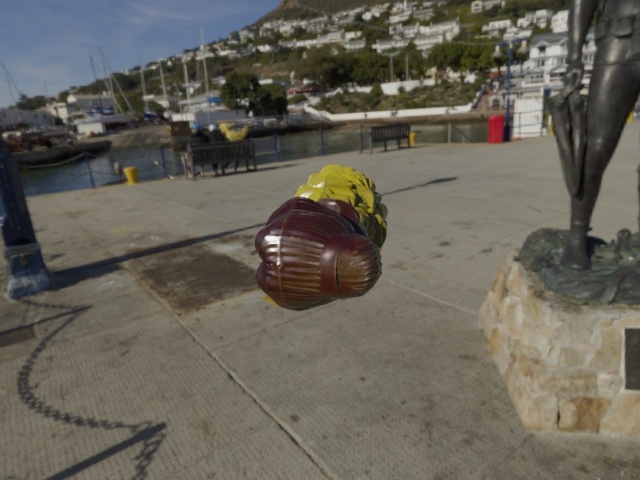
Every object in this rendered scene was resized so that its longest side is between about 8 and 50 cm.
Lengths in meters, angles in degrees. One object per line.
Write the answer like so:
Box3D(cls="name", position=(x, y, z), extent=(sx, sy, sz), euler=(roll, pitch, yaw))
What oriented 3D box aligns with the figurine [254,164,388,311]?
Box3D(cls="figurine", position=(-0.004, -0.001, 0.539), extent=(0.167, 0.188, 0.315), euler=(29, 12, 6))
